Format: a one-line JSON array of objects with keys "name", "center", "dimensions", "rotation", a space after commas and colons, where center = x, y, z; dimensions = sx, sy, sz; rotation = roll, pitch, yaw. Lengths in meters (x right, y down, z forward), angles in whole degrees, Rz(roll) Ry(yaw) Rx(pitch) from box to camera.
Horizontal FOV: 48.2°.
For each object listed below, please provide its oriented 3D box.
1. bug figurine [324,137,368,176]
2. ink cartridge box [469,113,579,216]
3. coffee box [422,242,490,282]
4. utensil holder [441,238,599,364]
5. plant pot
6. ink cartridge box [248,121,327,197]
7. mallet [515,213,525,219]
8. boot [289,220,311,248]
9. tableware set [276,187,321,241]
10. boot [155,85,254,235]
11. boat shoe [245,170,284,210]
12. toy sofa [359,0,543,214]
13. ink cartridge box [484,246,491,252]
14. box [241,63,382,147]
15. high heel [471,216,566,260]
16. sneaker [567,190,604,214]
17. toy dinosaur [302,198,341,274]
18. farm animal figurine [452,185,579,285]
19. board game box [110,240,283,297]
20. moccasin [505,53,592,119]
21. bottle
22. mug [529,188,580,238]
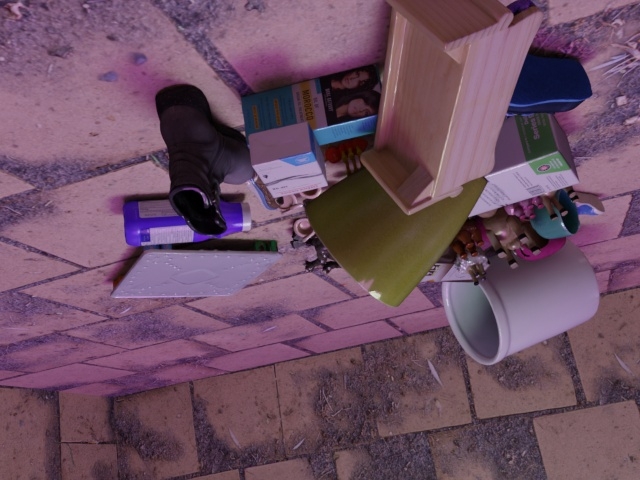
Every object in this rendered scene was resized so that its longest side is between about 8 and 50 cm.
[{"name": "bug figurine", "center": [0.112, -0.158, 1.528], "dimensions": [0.216, 0.072, 0.279], "rotation": [-16, 157, 1]}, {"name": "ink cartridge box", "center": [0.390, -0.162, 1.568], "dimensions": [0.289, 0.121, 0.211], "rotation": [-18, 159, 25]}, {"name": "coffee box", "center": [0.351, 0.042, 2.087], "dimensions": [0.246, 0.141, 0.098], "rotation": [3, 141, -28]}, {"name": "utensil holder", "center": [0.639, 0.179, 2.297], "dimensions": [0.385, 0.327, 0.327], "rotation": [-19, 165, -17]}, {"name": "plant pot", "center": [0.168, -0.068, 1.397], "dimensions": [0.293, 0.275, 0.275], "rotation": [-43, 151, 15]}, {"name": "ink cartridge box", "center": [-0.048, -0.129, 1.235], "dimensions": [0.104, 0.060, 0.180], "rotation": [-12, 160, 8]}, {"name": "mallet", "center": [0.577, -0.092, 2.015], "dimensions": [0.039, 0.062, 0.190], "rotation": [-21, 173, 34]}, {"name": "boot", "center": [0.000, 0.000, 1.950], "dimensions": [0.161, 0.083, 0.246], "rotation": [-5, 154, 1]}, {"name": "tableware set", "center": [-0.029, -0.078, 1.656], "dimensions": [0.141, 0.020, 0.169], "rotation": [-34, 116, 25]}, {"name": "boot", "center": [-0.202, -0.105, 1.293], "dimensions": [0.118, 0.222, 0.338], "rotation": [-15, 161, 14]}, {"name": "boat shoe", "center": [-0.108, -0.116, 1.552], "dimensions": [0.066, 0.066, 0.183], "rotation": [-15, 161, 13]}, {"name": "toy sofa", "center": [0.182, -0.225, 1.083], "dimensions": [0.177, 0.150, 0.362], "rotation": [-26, 148, -20]}, {"name": "ink cartridge box", "center": [0.452, 0.020, 2.279], "dimensions": [0.181, 0.056, 0.224], "rotation": [3, 139, -32]}, {"name": "box", "center": [-0.009, -0.221, 1.238], "dimensions": [0.244, 0.100, 0.060], "rotation": [-12, 160, 8]}, {"name": "high heel", "center": [0.608, -0.027, 2.078], "dimensions": [0.377, 0.127, 0.181], "rotation": [-3, 156, -27]}, {"name": "sneaker", "center": [0.733, -0.092, 2.033], "dimensions": [0.152, 0.058, 0.084], "rotation": [9, 149, -34]}, {"name": "toy dinosaur", "center": [0.056, 0.021, 1.799], "dimensions": [0.313, 0.121, 0.160], "rotation": [31, 142, -28]}, {"name": "farm animal figurine", "center": [0.475, -0.064, 1.824], "dimensions": [0.330, 0.172, 0.327], "rotation": [-24, 147, 4]}, {"name": "board game box", "center": [-0.362, 0.083, 2.038], "dimensions": [0.390, 0.050, 0.390], "rotation": [1, 158, -30]}, {"name": "moccasin", "center": [0.331, -0.255, 1.251], "dimensions": [0.342, 0.137, 0.117], "rotation": [3, 162, -31]}, {"name": "bottle", "center": [-0.301, -0.046, 1.623], "dimensions": [0.283, 0.092, 0.118], "rotation": [-5, 161, -14]}, {"name": "mug", "center": [0.636, -0.059, 1.947], "dimensions": [0.097, 0.129, 0.158], "rotation": [-13, 119, 40]}]
